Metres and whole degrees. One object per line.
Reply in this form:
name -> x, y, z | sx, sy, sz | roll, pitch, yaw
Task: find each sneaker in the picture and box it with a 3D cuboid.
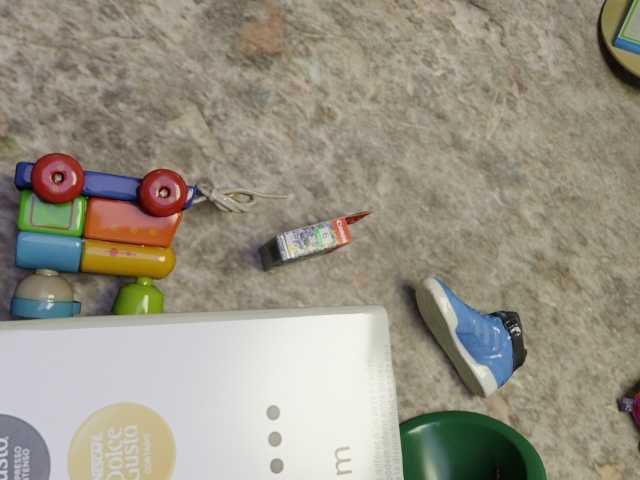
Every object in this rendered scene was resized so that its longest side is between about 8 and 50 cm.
sneaker -> 0.171, 0.089, 0.781 | 0.084, 0.058, 0.152 | -35, 97, -18

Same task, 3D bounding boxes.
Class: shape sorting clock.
shape sorting clock -> 0.487, -0.286, 0.962 | 0.206, 0.040, 0.206 | -3, 67, 6

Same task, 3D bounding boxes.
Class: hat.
hat -> 0.140, 0.306, 0.707 | 0.173, 0.208, 0.184 | -4, 115, 10

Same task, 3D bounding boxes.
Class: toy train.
toy train -> -0.153, 0.010, 0.652 | 0.248, 0.105, 0.143 | 7, 87, -20

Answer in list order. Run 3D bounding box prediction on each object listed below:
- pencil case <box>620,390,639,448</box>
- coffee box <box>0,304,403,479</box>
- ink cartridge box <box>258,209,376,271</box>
pencil case -> 0.482, 0.169, 0.873 | 0.236, 0.104, 0.104 | -32, 92, -22
coffee box -> -0.161, 0.233, 0.467 | 0.334, 0.338, 0.338 | 0, 79, -21
ink cartridge box -> 0.000, 0.000, 0.729 | 0.115, 0.063, 0.029 | -15, 84, -24
